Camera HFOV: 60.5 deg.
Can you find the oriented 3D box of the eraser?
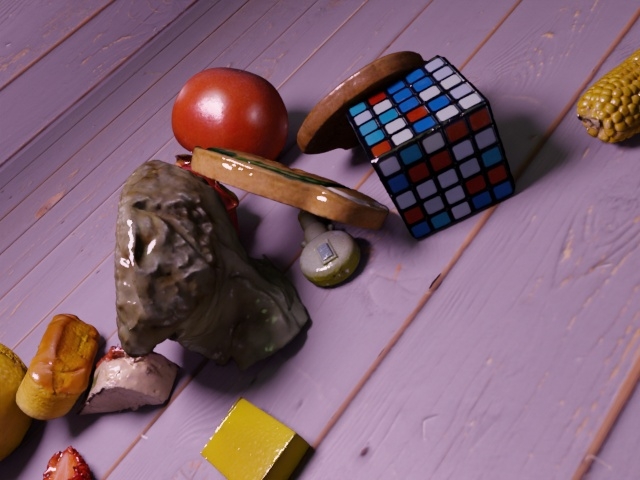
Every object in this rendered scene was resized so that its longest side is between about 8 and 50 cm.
[{"bbox_3d":[-0.090,0.277,0.728,0.122,0.045,0.097,17,61,45],"label":"eraser"}]

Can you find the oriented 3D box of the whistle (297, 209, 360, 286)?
[{"bbox_3d":[0.000,0.000,0.946,0.104,0.057,0.198,-31,39,3],"label":"whistle"}]

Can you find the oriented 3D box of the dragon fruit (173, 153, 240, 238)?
[{"bbox_3d":[-0.269,-0.042,1.063,0.224,0.227,0.224,-27,35,22],"label":"dragon fruit"}]

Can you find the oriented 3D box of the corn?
[{"bbox_3d":[0.499,-0.244,0.811,0.310,0.101,0.101,-37,38,-9],"label":"corn"}]

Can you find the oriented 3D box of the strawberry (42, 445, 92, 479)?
[{"bbox_3d":[-0.393,0.378,0.846,0.104,0.048,0.152,-41,24,2],"label":"strawberry"}]

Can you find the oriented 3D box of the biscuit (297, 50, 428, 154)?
[{"bbox_3d":[0.084,-0.247,0.997,0.273,0.049,0.257,-33,-10,40],"label":"biscuit"}]

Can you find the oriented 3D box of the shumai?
[{"bbox_3d":[-0.171,0.037,0.873,0.289,0.292,0.329,1,60,-17],"label":"shumai"}]

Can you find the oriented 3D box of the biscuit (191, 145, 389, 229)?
[{"bbox_3d":[-0.042,-0.095,0.937,0.344,0.287,0.057,20,97,18],"label":"biscuit"}]

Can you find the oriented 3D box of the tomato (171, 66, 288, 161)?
[{"bbox_3d":[-0.194,-0.261,1.207,0.256,0.256,0.224,38,119,51],"label":"tomato"}]

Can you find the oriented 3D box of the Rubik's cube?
[{"bbox_3d":[0.174,-0.146,0.873,0.184,0.187,0.182,-29,39,11],"label":"Rubik's cube"}]

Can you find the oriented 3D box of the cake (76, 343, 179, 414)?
[{"bbox_3d":[-0.358,0.231,0.916,0.221,0.116,0.086,-11,50,26],"label":"cake"}]

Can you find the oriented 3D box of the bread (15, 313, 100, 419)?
[{"bbox_3d":[-0.462,0.216,0.983,0.094,0.102,0.245,-59,21,10],"label":"bread"}]

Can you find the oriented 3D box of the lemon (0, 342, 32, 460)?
[{"bbox_3d":[-0.638,0.279,0.927,0.258,0.310,0.257,-5,67,11],"label":"lemon"}]
